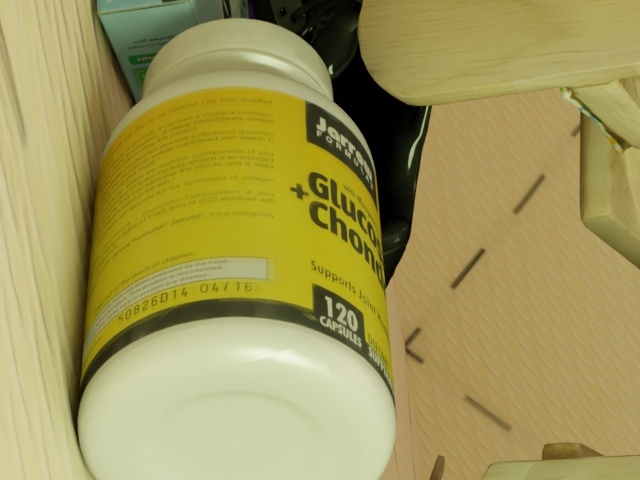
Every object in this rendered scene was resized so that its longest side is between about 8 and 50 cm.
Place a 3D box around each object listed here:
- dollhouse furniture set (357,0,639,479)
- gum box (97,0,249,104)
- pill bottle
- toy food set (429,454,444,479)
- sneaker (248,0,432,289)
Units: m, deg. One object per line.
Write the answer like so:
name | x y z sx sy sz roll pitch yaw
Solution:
dollhouse furniture set | 0.114 -0.011 0.832 0.362 0.256 0.394 31 58 -55
gum box | -0.063 -0.116 0.813 0.184 0.041 0.157 73 11 -62
pill bottle | -0.029 0.005 0.636 0.184 0.103 0.103 -93 173 -46
toy food set | 0.060 0.290 1.549 0.218 0.071 0.128 -87 -167 -56
sneaker | 0.006 -0.098 0.934 0.146 0.102 0.293 131 -43 -60
